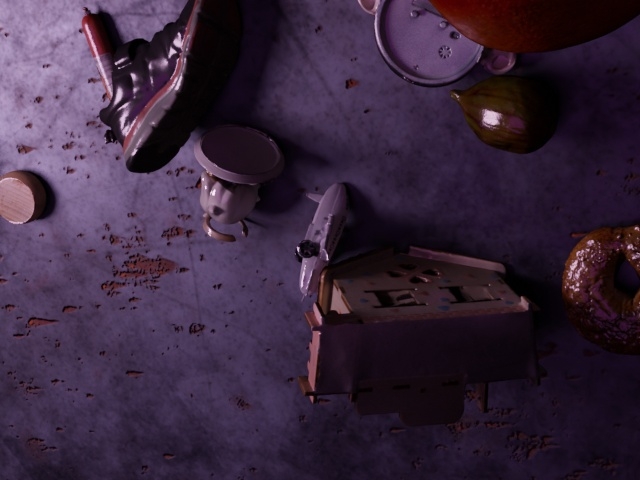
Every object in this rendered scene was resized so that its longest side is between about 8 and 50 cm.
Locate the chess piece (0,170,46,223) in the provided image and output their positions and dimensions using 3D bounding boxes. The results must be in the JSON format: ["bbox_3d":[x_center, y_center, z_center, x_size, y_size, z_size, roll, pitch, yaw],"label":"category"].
[{"bbox_3d":[-0.463,-0.066,2.141,0.083,0.038,0.084,8,111,21],"label":"chess piece"}]

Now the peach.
[{"bbox_3d":[0.260,-0.358,1.590,0.332,0.308,0.308,-32,97,-2],"label":"peach"}]

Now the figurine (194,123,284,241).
[{"bbox_3d":[-0.125,-0.068,1.970,0.132,0.132,0.154,25,129,11],"label":"figurine"}]

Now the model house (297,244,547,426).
[{"bbox_3d":[0.114,0.118,1.876,0.326,0.244,0.169,-4,115,-12],"label":"model house"}]

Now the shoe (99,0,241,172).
[{"bbox_3d":[-0.216,-0.239,1.943,0.137,0.114,0.291,40,108,26],"label":"shoe"}]

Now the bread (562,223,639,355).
[{"bbox_3d":[0.409,0.066,1.832,0.193,0.064,0.193,7,109,21],"label":"bread"}]

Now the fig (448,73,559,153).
[{"bbox_3d":[0.231,-0.169,1.791,0.154,0.103,0.109,24,159,22],"label":"fig"}]

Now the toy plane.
[{"bbox_3d":[0.000,0.000,1.942,0.065,0.162,0.171,10,81,-4],"label":"toy plane"}]

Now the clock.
[{"bbox_3d":[0.148,-0.279,1.804,0.229,0.063,0.156,28,118,8],"label":"clock"}]

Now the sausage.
[{"bbox_3d":[-0.295,-0.219,2.019,0.034,0.034,0.253,-13,103,25],"label":"sausage"}]
